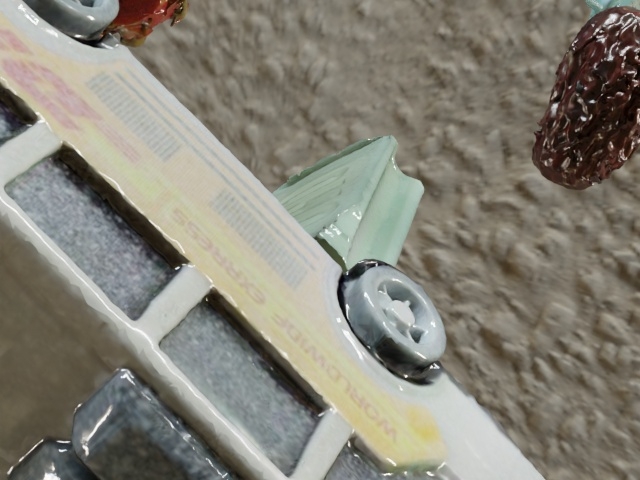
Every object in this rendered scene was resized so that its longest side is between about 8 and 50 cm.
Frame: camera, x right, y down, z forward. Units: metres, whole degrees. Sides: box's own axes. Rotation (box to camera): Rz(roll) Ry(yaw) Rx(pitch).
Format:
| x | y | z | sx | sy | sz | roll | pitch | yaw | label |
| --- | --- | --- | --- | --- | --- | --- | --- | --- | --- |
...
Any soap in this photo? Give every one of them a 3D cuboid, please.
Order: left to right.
| x | y | z | sx | sy | sz | roll | pitch | yaw | label |
| --- | --- | --- | --- | --- | --- | --- | --- | --- | --- |
| 0.000 | 0.000 | 0.932 | 0.114 | 0.198 | 0.063 | -27 | 104 | 20 | soap |

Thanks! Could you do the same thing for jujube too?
| x | y | z | sx | sy | sz | roll | pitch | yaw | label |
| --- | --- | --- | --- | --- | --- | --- | --- | --- | --- |
| 0.247 | -0.120 | 1.151 | 0.104 | 0.104 | 0.166 | 20 | 95 | -4 | jujube |

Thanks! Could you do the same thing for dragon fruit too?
| x | y | z | sx | sy | sz | roll | pitch | yaw | label |
| --- | --- | --- | --- | --- | --- | --- | --- | --- | --- |
| -0.193 | -0.255 | 1.311 | 0.133 | 0.207 | 0.150 | 49 | 57 | -1 | dragon fruit |

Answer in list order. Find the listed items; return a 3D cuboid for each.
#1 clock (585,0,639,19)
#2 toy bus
| x | y | z | sx | sy | sz | roll | pitch | yaw | label |
| --- | --- | --- | --- | --- | --- | --- | --- | --- | --- |
| 0.386 | -0.281 | 1.709 | 0.108 | 0.147 | 0.045 | -36 | 53 | -18 | clock |
| -0.073 | 0.009 | 0.435 | 0.342 | 0.138 | 0.097 | 46 | 119 | -4 | toy bus |
